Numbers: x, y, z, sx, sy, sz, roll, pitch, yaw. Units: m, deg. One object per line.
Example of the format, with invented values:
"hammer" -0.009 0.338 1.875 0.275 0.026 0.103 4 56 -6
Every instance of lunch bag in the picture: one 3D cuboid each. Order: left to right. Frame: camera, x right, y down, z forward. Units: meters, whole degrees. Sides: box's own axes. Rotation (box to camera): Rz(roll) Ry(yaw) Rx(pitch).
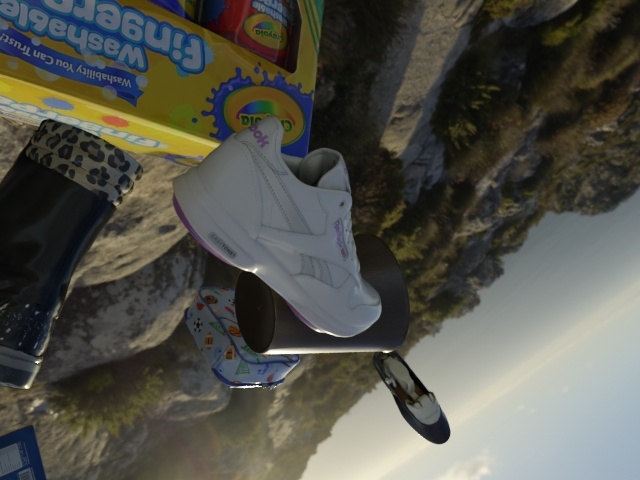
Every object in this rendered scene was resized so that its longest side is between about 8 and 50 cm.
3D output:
"lunch bag" -0.199 0.253 1.268 0.243 0.303 0.115 16 116 -50

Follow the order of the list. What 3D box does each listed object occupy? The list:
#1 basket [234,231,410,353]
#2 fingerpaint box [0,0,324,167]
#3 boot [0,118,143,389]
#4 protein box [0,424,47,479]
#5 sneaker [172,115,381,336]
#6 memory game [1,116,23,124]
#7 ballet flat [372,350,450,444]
"basket" -0.002 0.091 0.746 0.227 0.204 0.154 -5 159 -35
"fingerpaint box" -0.209 -0.299 0.561 0.445 0.370 0.163 12 171 -40
"boot" -0.252 -0.007 0.384 0.085 0.236 0.178 45 66 -52
"protein box" -0.692 0.516 0.988 0.136 0.199 0.201 -24 171 34
"sneaker" 0.000 0.000 0.513 0.152 0.114 0.305 -43 131 7
"memory game" -0.543 -0.234 0.737 0.012 0.186 0.186 -62 158 -13
"ballet flat" 0.167 0.282 0.897 0.074 0.203 0.074 -31 158 -14
